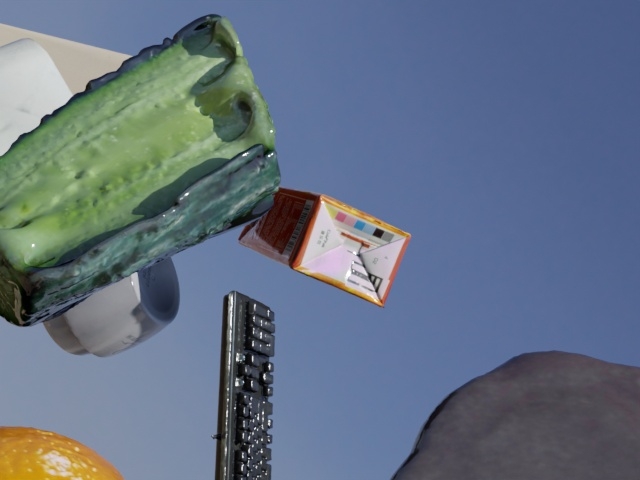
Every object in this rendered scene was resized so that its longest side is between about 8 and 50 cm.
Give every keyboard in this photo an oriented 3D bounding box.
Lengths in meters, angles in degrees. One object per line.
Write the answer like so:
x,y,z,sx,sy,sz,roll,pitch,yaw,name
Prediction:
-0.059,0.157,1.349,0.025,0.230,0.093,-3,-12,21,keyboard

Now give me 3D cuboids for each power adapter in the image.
-0.275,-0.042,1.209,0.130,0.205,0.125,-34,-94,50,power adapter

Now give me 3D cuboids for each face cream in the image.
-0.194,0.046,1.586,0.104,0.117,0.117,-16,-58,23,face cream

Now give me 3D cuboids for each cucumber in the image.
-0.086,-0.026,0.850,0.115,0.193,0.086,33,-39,35,cucumber

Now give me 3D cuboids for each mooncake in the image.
0.190,0.235,1.371,0.306,0.306,0.154,39,-36,32,mooncake

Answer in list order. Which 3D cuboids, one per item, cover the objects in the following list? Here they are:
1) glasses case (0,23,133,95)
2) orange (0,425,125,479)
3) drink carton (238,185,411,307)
-0.235,-0.128,1.754,0.336,0.144,0.076,15,-50,7,glasses case
-0.172,0.183,0.867,0.161,0.193,0.193,33,-13,-17,orange
0.000,0.000,1.581,0.096,0.071,0.223,24,-2,-16,drink carton
